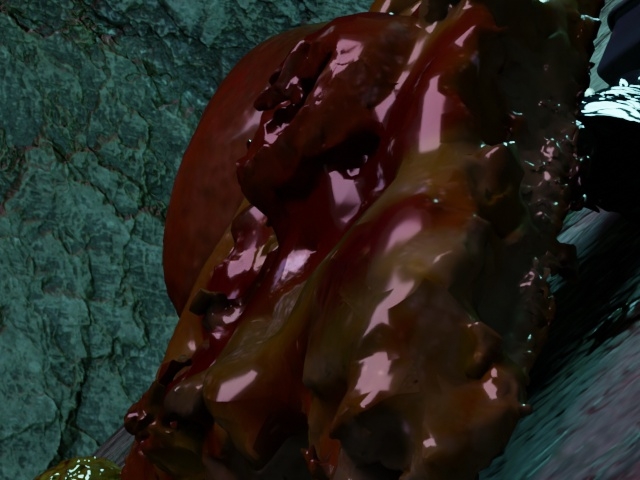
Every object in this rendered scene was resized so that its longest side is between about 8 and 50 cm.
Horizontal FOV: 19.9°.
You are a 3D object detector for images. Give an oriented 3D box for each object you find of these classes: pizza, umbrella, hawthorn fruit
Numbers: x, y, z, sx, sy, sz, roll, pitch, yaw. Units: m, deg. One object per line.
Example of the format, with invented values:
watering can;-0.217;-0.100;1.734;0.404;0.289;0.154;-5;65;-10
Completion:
pizza;0.019;-0.004;0.821;0.440;0.130;0.406;-60;12;9
umbrella;0.162;-0.056;0.977;0.224;0.080;0.071;-41;-35;-65
hawthorn fruit;0.000;0.000;1.129;0.262;0.210;0.210;-60;3;1

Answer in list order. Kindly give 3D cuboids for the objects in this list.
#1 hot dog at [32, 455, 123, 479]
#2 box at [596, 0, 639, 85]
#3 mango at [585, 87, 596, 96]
hot dog;-0.210;0.238;1.324;0.160;0.099;0.227;-40;1;27
box;0.216;-0.117;1.097;0.099;0.074;0.054;-38;19;56
mango;0.146;-0.059;1.233;0.114;0.060;0.080;-37;7;19
